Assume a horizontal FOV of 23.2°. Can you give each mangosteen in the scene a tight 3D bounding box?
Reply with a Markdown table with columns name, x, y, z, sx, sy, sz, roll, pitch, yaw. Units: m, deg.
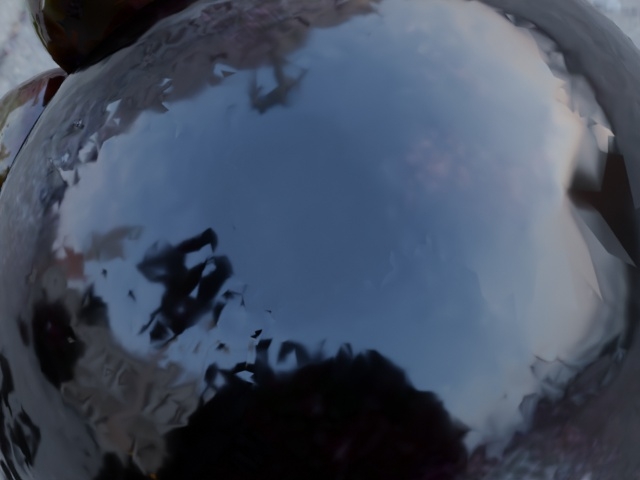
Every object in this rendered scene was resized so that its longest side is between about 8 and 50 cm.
| name | x | y | z | sx | sy | sz | roll | pitch | yaw |
| --- | --- | --- | --- | --- | --- | --- | --- | --- | --- |
| mangosteen | 0.000 | 0.000 | 0.776 | 0.382 | 0.382 | 0.435 | -24 | 59 | 0 |
